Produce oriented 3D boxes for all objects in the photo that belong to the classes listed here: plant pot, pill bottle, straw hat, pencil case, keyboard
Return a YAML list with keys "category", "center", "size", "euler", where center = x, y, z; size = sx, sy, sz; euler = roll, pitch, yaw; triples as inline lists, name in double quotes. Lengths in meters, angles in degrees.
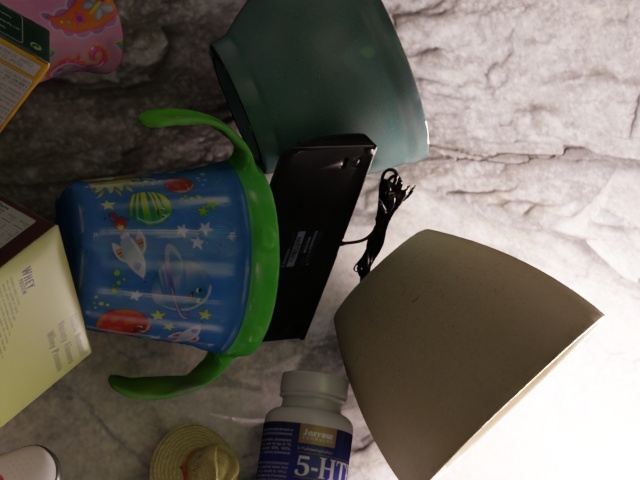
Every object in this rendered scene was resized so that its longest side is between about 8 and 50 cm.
- category: "plant pot"
  center: [-0.016, -0.196, 2.116]
  size: [0.196, 0.293, 0.293]
  euler: [-24, 97, -7]
- category: "pill bottle"
  center: [-0.018, 0.259, 2.122]
  size: [0.112, 0.112, 0.186]
  euler: [15, 75, -30]
- category: "straw hat"
  center: [-0.130, 0.275, 2.054]
  size: [0.144, 0.061, 0.144]
  euler: [22, 55, -34]
- category: "pencil case"
  center: [-0.368, -0.225, 1.969]
  size: [0.284, 0.124, 0.124]
  euler: [-16, 91, -33]
- category: "keyboard"
  center: [0.000, 0.000, 2.092]
  size: [0.202, 0.317, 0.033]
  euler: [-3, 43, -29]

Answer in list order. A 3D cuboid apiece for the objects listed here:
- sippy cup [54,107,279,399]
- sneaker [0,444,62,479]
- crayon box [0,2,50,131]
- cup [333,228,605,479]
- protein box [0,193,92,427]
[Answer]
- category: "sippy cup"
  center: [-0.189, 0.018, 1.993]
  size: [0.224, 0.240, 0.305]
  euler: [2, 72, -22]
- category: "sneaker"
  center: [-0.398, 0.287, 1.809]
  size: [0.270, 0.145, 0.090]
  euler: [-34, 62, -13]
- category: "crayon box"
  center: [-0.459, -0.136, 1.835]
  size: [0.203, 0.323, 0.083]
  euler: [29, 25, -27]
- category: "cup"
  center: [0.155, 0.126, 2.164]
  size: [0.237, 0.331, 0.331]
  euler: [46, 58, 10]
- category: "protein box"
  center: [-0.378, 0.083, 1.848]
  size: [0.201, 0.136, 0.199]
  euler: [-41, 142, -30]
